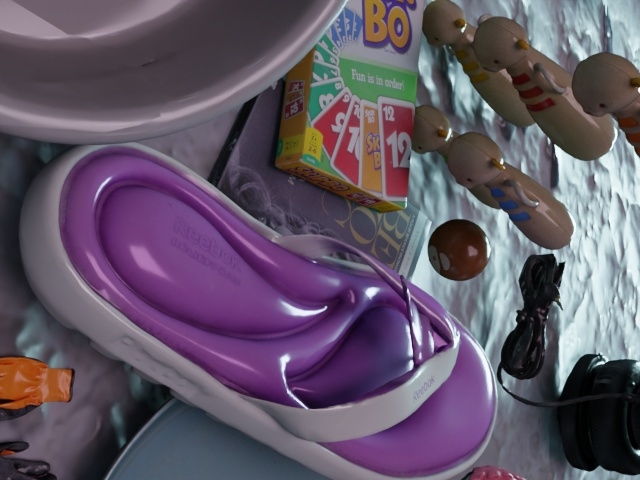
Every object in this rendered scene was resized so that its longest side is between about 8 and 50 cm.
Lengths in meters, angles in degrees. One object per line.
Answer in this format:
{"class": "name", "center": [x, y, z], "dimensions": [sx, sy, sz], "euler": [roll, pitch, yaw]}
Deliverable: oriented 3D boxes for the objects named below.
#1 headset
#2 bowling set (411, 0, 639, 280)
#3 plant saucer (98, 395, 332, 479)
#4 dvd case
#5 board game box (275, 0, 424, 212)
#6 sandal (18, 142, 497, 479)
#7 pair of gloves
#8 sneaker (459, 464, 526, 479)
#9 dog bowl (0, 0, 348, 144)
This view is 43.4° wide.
{"class": "headset", "center": [0.351, 0.157, 0.837], "dimensions": [0.394, 0.243, 0.185], "euler": [21, 73, -22]}
{"class": "bowling set", "center": [0.134, -0.069, 0.641], "dimensions": [0.154, 0.287, 0.200], "euler": [37, 93, -25]}
{"class": "plant saucer", "center": [-0.049, 0.235, 0.557], "dimensions": [0.318, 0.044, 0.317], "euler": [-1, 91, -46]}
{"class": "dvd case", "center": [0.000, 0.000, 0.624], "dimensions": [0.221, 0.018, 0.164], "euler": [39, 63, -38]}
{"class": "board game box", "center": [0.031, -0.162, 0.634], "dimensions": [0.124, 0.039, 0.259], "euler": [20, 68, -45]}
{"class": "sandal", "center": [0.012, 0.061, 0.520], "dimensions": [0.416, 0.102, 0.169], "euler": [25, 53, -39]}
{"class": "pair of gloves", "center": [-0.177, 0.106, 0.451], "dimensions": [0.074, 0.010, 0.083], "euler": [18, 78, -44]}
{"class": "sneaker", "center": [0.117, 0.337, 0.672], "dimensions": [0.121, 0.112, 0.299], "euler": [10, 88, -13]}
{"class": "dog bowl", "center": [-0.107, -0.203, 0.364], "dimensions": [0.349, 0.102, 0.348], "euler": [-17, 124, -28]}
